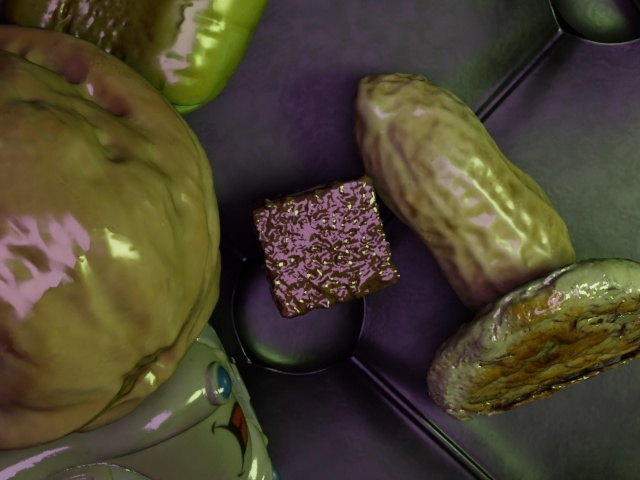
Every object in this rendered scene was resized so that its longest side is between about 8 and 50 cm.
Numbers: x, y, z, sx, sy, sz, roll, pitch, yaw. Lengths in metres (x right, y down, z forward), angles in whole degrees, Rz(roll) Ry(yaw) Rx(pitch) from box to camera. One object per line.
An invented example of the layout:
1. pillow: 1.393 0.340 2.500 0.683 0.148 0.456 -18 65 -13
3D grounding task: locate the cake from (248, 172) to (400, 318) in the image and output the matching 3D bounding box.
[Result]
1. cake: 0.000 0.000 1.527 0.135 0.147 0.134 -15 100 -2

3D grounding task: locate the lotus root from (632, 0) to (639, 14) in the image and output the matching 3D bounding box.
1. lotus root: 0.391 -0.250 1.549 0.089 0.080 0.179 -36 95 24

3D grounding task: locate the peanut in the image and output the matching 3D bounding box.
1. peanut: 0.150 -0.048 1.530 0.140 0.153 0.325 -33 99 34

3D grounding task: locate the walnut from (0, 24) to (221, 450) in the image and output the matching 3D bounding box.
1. walnut: -0.269 -0.001 1.309 0.384 0.383 0.383 -1 98 -4

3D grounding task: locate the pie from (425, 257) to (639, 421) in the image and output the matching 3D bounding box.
1. pie: 0.237 0.108 1.520 0.274 0.274 0.055 -23 61 0

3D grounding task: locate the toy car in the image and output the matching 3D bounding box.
1. toy car: -0.219 0.256 1.471 0.336 0.226 0.242 -21 134 0

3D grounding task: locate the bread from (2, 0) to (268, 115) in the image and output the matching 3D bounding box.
1. bread: -0.146 -0.309 1.437 0.251 0.208 0.376 24 94 16
